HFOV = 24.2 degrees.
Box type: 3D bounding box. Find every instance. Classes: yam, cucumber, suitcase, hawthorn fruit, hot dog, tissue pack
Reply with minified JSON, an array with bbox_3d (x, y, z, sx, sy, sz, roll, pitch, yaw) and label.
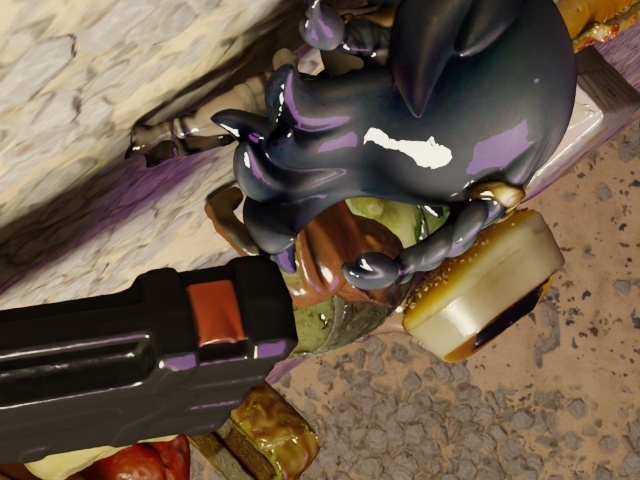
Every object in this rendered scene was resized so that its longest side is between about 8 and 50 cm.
[{"bbox_3d":[0.007,0.049,1.658,0.154,0.154,0.254,-41,174,24],"label":"yam"},{"bbox_3d":[0.129,-0.087,1.504,0.244,0.134,0.134,-42,176,-30],"label":"cucumber"},{"bbox_3d":[-0.173,0.086,0.919,0.285,0.066,0.206,-8,161,-22],"label":"suitcase"},{"bbox_3d":[-0.232,0.274,1.799,0.200,0.179,0.179,-53,166,29],"label":"hawthorn fruit"},{"bbox_3d":[0.245,-0.211,1.429,0.250,0.076,0.104,-30,169,-36],"label":"hot dog"},{"bbox_3d":[0.260,-0.137,1.764,0.185,0.124,0.225,-44,171,24],"label":"tissue pack"}]

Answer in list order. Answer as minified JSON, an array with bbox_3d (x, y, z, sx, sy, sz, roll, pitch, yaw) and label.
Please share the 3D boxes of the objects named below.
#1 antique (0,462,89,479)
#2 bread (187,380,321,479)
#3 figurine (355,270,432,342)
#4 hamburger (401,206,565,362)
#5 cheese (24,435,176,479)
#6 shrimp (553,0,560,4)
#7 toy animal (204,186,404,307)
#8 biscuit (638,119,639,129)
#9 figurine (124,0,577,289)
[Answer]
[{"bbox_3d":[-0.318,0.355,1.692,0.129,0.223,0.278,-54,151,-51],"label":"antique"},{"bbox_3d":[-0.110,0.260,2.100,0.096,0.222,0.181,-37,164,-35],"label":"bread"},{"bbox_3d":[0.103,0.027,1.851,0.287,0.186,0.176,-52,171,28],"label":"figurine"},{"bbox_3d":[0.185,0.050,1.732,0.210,0.116,0.173,-36,166,-18],"label":"hamburger"},{"bbox_3d":[-0.196,0.155,1.458,0.226,0.117,0.214,-37,168,35],"label":"cheese"},{"bbox_3d":[0.162,-0.202,1.160,0.317,0.062,0.164,-38,178,42],"label":"shrimp"},{"bbox_3d":[0.000,0.000,1.253,0.097,0.157,0.312,-40,174,14],"label":"toy animal"},{"bbox_3d":[0.489,-0.297,1.774,0.365,0.062,0.385,-52,170,-31],"label":"biscuit"},{"bbox_3d":[0.034,-0.077,0.932,0.265,0.197,0.175,-42,-163,1],"label":"figurine"}]
